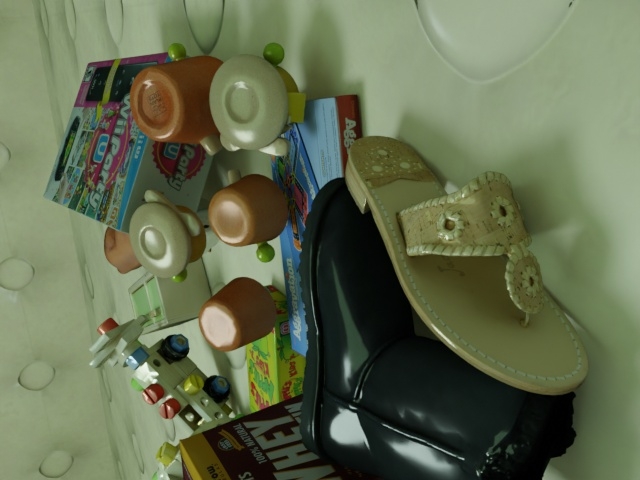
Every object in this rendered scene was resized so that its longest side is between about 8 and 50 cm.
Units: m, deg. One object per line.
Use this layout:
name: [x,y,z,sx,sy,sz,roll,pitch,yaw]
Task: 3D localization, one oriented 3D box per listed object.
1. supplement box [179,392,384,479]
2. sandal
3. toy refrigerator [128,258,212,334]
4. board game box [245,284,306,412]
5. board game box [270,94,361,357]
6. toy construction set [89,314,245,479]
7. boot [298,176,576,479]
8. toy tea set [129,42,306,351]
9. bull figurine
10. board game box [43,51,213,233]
supplement box: [-0.015,0.266,0.547,0.129,0.194,0.191,35,130,50]
sandal: [0.086,-0.018,0.368,0.079,0.088,0.240,98,150,-42]
toy refrigerator: [-0.290,0.111,1.067,0.269,0.094,0.102,-24,80,60]
board game box: [-0.058,0.159,0.733,0.092,0.043,0.181,29,125,53]
board game box: [0.000,0.000,0.586,0.145,0.027,0.282,14,114,56]
toy construction set: [-0.242,0.258,0.907,0.151,0.215,0.328,-30,95,24]
boot: [0.079,0.075,0.417,0.207,0.094,0.247,4,90,48]
toy tea set: [-0.102,-0.049,0.628,0.200,0.124,0.336,18,113,24]
bull figurine: [-0.254,-0.045,0.894,0.310,0.101,0.189,-20,64,42]
board game box: [-0.260,-0.133,0.787,0.303,0.097,0.224,16,88,47]
